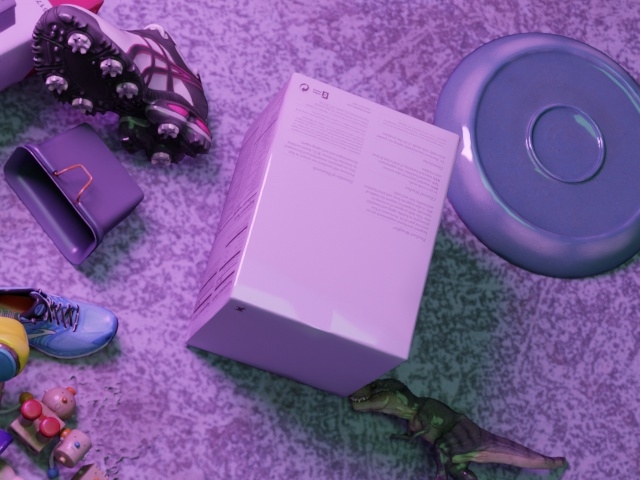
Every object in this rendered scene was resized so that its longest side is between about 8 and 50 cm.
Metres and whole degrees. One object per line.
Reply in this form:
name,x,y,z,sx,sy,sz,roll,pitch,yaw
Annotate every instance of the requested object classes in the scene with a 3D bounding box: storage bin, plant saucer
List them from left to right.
storage bin,-0.257,-0.061,1.789,0.091,0.098,0.135,-38,88,-35
plant saucer,0.290,-0.112,2.014,0.317,0.044,0.317,6,72,-18

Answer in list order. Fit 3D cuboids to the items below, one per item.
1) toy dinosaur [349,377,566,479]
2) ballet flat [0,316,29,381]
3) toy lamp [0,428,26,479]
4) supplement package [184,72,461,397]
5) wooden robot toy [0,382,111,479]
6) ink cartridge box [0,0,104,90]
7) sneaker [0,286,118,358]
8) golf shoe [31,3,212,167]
toy dinosaur,0.153,0.241,1.848,0.268,0.064,0.118,24,61,-14
ballet flat,-0.407,0.105,1.687,0.231,0.077,0.077,1,37,3
toy lamp,-0.281,0.275,1.678,0.274,0.080,0.080,41,65,-2
supplement package,0.000,0.000,1.794,0.199,0.198,0.263,20,68,-13
wooden robot toy,-0.271,0.183,1.718,0.173,0.076,0.079,43,54,-2
ink cartridge box,-0.412,-0.249,1.724,0.226,0.131,0.306,51,44,0
sneaker,-0.289,0.082,1.738,0.162,0.073,0.063,7,71,-17
golf shoe,-0.213,-0.186,1.785,0.273,0.105,0.120,44,42,-51
